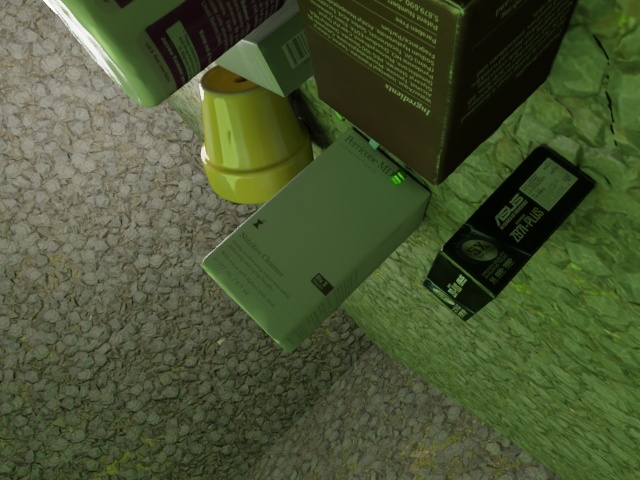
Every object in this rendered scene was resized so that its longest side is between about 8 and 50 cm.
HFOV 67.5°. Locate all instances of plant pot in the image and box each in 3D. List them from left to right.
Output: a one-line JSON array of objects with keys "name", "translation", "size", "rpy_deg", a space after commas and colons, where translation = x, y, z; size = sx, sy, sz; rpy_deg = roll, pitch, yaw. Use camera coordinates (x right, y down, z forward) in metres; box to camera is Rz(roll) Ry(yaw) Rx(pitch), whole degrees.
[{"name": "plant pot", "translation": [-0.150, -0.250, 1.046], "size": [0.254, 0.254, 0.239], "rpy_deg": [39, 151, 37]}]

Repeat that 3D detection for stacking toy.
[{"name": "stacking toy", "translation": [0.108, -0.178, 0.753], "size": [0.167, 0.052, 0.221], "rpy_deg": [49, 171, -3]}]

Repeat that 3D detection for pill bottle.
[{"name": "pill bottle", "translation": [-0.135, -0.304, 0.536], "size": [0.169, 0.301, 0.169], "rpy_deg": [45, 169, 11]}]

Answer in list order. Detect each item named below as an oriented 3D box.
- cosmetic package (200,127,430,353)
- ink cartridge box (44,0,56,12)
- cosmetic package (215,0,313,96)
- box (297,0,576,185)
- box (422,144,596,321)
[{"name": "cosmetic package", "translation": [0.000, 0.000, 0.914], "size": [0.217, 0.385, 0.156], "rpy_deg": [41, 170, 17]}, {"name": "ink cartridge box", "translation": [-0.306, -0.467, 0.697], "size": [0.384, 0.279, 0.160], "rpy_deg": [36, 167, 48]}, {"name": "cosmetic package", "translation": [-0.097, -0.334, 0.773], "size": [0.238, 0.127, 0.107], "rpy_deg": [39, 168, 44]}, {"name": "box", "translation": [0.095, -0.193, 0.399], "size": [0.167, 0.168, 0.203], "rpy_deg": [42, 168, 22]}, {"name": "box", "translation": [0.219, -0.002, 0.583], "size": [0.077, 0.180, 0.147], "rpy_deg": [42, 170, 17]}]
